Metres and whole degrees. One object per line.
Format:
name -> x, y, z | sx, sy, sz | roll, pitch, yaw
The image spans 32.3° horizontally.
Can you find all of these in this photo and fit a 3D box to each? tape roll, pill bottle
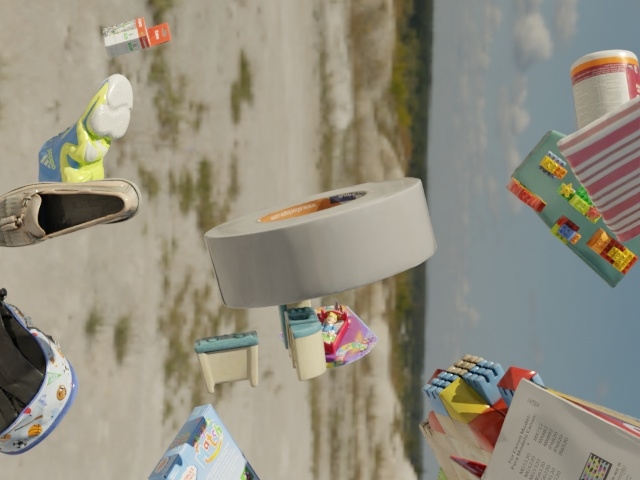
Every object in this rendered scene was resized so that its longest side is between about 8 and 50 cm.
tape roll -> 0.000, 0.000, 1.080 | 0.219, 0.219, 0.072 | -60, 137, -79
pill bottle -> 0.519, -0.218, 1.973 | 0.121, 0.121, 0.221 | 65, 19, -78

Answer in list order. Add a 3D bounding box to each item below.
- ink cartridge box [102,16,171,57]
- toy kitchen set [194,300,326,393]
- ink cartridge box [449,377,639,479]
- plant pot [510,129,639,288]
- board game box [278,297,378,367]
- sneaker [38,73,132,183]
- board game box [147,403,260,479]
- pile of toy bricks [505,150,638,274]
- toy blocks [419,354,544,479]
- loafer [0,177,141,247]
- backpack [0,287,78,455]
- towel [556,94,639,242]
ink cartridge box -> -0.329, -0.368, 1.974 | 0.063, 0.115, 0.029 | -108, -177, -46
toy kitchen set -> -0.088, 0.110, 1.487 | 0.207, 0.166, 0.122 | -127, -150, -79
ink cartridge box -> 0.343, 0.264, 1.213 | 0.272, 0.309, 0.130 | 24, -88, 57
plant pot -> 0.433, -0.067, 1.809 | 0.166, 0.234, 0.165 | -52, 177, 10
board game box -> 0.009, 0.144, 1.795 | 0.168, 0.133, 0.033 | 44, -31, 53
sneaker -> -0.406, -0.175, 1.846 | 0.091, 0.126, 0.240 | 40, 67, -61
board game box -> -0.160, 0.381, 1.677 | 0.211, 0.039, 0.160 | 61, 34, -22
pile of toy bricks -> 0.373, -0.046, 1.559 | 0.118, 0.212, 0.105 | -53, 174, 12
toy blocks -> 0.269, 0.303, 1.757 | 0.261, 0.190, 0.381 | 62, -21, -15
loafer -> -0.195, -0.022, 0.806 | 0.039, 0.125, 0.045 | -99, 178, -83
backpack -> -0.598, 0.280, 2.116 | 0.276, 0.263, 0.213 | -53, 136, -3
towel -> 0.300, -0.077, 0.982 | 0.197, 0.144, 0.029 | 41, 23, -51
